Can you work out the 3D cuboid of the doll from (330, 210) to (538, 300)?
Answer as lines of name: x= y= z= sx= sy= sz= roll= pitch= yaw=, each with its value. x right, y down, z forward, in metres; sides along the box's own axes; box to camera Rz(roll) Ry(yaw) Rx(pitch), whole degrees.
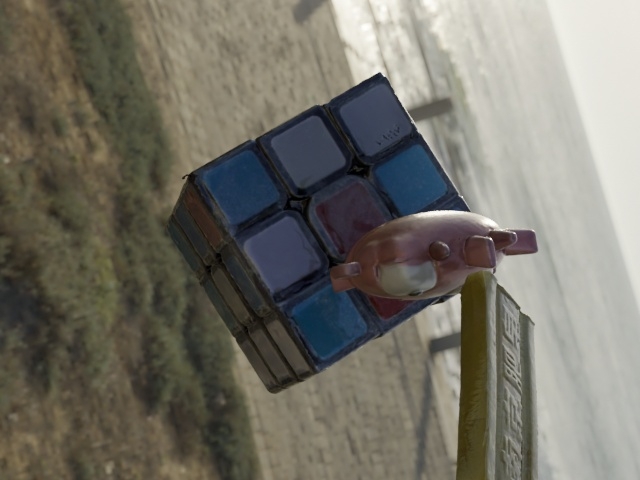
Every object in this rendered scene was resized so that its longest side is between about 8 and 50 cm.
doll: x=0.121 y=0.016 z=1.338 sx=0.262 sy=0.211 sz=0.093 roll=-6 pitch=85 yaw=-42

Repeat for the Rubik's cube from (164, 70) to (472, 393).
Rubik's cube: x=0.000 y=0.000 z=1.942 sx=0.363 sy=0.358 sz=0.362 roll=60 pitch=-19 yaw=0

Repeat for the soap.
soap: x=0.161 y=0.143 z=1.144 sx=0.092 sy=0.037 sz=0.252 roll=47 pitch=34 yaw=-33
